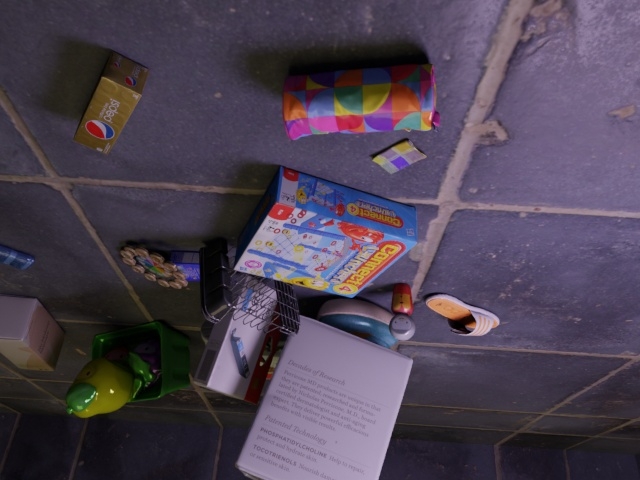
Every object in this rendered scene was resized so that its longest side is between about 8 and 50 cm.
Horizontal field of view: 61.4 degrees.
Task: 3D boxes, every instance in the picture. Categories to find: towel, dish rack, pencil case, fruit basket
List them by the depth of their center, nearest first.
[{"bbox_3d":[0.061,-0.203,0.805,0.236,0.104,0.104,1,149,9],"label":"pencil case"},{"bbox_3d":[0.141,-0.149,0.968,0.083,0.009,0.060,-22,142,36],"label":"towel"},{"bbox_3d":[-0.160,0.124,1.288,0.074,0.208,0.271,-34,136,26],"label":"dish rack"},{"bbox_3d":[-0.804,0.040,1.382,0.067,0.029,0.119,-25,138,38],"label":"towel"},{"bbox_3d":[-0.658,0.425,1.760,0.392,0.283,0.392,-5,162,-2],"label":"fruit basket"}]

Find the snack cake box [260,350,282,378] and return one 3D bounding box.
[{"bbox_3d":[-0.203,0.399,1.858,0.152,0.089,0.264,6,150,-6],"label":"snack cake box"}]

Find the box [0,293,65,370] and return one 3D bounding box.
[{"bbox_3d":[-0.942,0.303,1.731,0.121,0.148,0.311,6,151,-4],"label":"box"}]

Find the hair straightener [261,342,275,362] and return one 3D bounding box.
[{"bbox_3d":[-0.206,0.243,1.561,0.230,0.089,0.047,50,163,-3],"label":"hair straightener"}]

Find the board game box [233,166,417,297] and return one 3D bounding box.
[{"bbox_3d":[0.000,0.000,1.162,0.302,0.086,0.308,15,148,-17],"label":"board game box"}]

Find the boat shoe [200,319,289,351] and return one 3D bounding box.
[{"bbox_3d":[-0.195,0.301,1.657,0.335,0.121,0.119,2,145,-1],"label":"boat shoe"}]

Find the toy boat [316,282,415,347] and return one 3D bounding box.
[{"bbox_3d":[0.139,0.233,1.478,0.267,0.148,0.318,21,146,-26],"label":"toy boat"}]

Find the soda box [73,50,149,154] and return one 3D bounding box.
[{"bbox_3d":[-0.339,-0.216,0.866,0.061,0.058,0.181,22,144,-28],"label":"soda box"}]

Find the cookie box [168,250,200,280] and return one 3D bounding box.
[{"bbox_3d":[-0.316,0.066,1.355,0.107,0.040,0.092,3,149,4],"label":"cookie box"}]

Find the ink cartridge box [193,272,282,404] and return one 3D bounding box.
[{"bbox_3d":[-0.180,0.272,1.436,0.066,0.296,0.261,2,155,38],"label":"ink cartridge box"}]

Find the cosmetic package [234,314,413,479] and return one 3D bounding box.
[{"bbox_3d":[0.013,0.474,1.423,0.327,0.394,0.329,19,153,7],"label":"cosmetic package"}]

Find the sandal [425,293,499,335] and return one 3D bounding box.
[{"bbox_3d":[0.392,0.225,1.505,0.265,0.076,0.102,23,145,-29],"label":"sandal"}]

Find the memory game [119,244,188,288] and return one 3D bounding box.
[{"bbox_3d":[-0.417,0.069,1.351,0.186,0.012,0.186,18,150,11],"label":"memory game"}]

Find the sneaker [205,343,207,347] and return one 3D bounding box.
[{"bbox_3d":[-0.353,0.375,1.879,0.109,0.044,0.040,-7,146,15],"label":"sneaker"}]
